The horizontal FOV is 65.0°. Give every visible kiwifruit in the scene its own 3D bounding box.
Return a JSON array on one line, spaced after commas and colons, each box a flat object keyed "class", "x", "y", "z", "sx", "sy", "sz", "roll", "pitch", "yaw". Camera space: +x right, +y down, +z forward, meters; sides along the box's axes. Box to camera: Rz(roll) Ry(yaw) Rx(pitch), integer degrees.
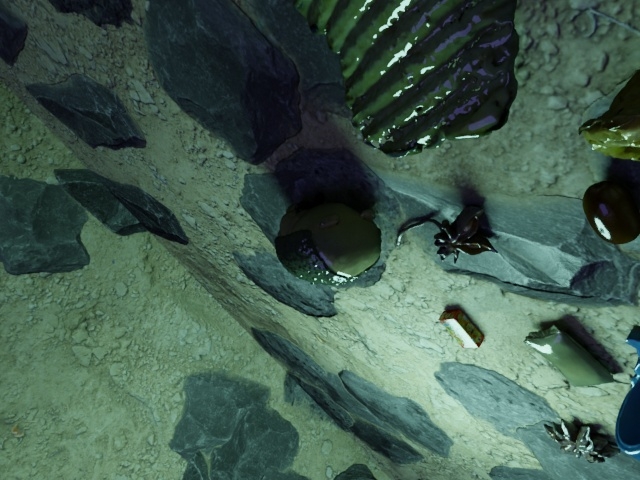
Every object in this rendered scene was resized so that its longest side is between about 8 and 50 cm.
[{"class": "kiwifruit", "x": 0.492, "y": -0.045, "z": 0.848, "sx": 0.075, "sy": 0.075, "sz": 0.124, "roll": -7, "pitch": 131, "yaw": 52}]

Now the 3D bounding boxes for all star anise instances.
[{"class": "star anise", "x": 0.735, "y": 0.579, "z": 1.432, "sx": 0.195, "sy": 0.065, "sz": 0.182, "roll": 37, "pitch": 152, "yaw": -4}, {"class": "star anise", "x": 0.281, "y": -0.021, "z": 1.171, "sx": 0.148, "sy": 0.218, "sz": 0.227, "roll": 19, "pitch": -157, "yaw": -24}]

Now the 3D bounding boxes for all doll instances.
[{"class": "doll", "x": 0.000, "y": 0.000, "z": 1.324, "sx": 0.247, "sy": 0.247, "sz": 0.350, "roll": 47, "pitch": 156, "yaw": -12}]

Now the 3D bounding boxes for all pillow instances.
[{"class": "pillow", "x": 0.589, "y": 0.279, "z": 1.198, "sx": 0.208, "sy": 0.053, "sz": 0.119, "roll": 40, "pitch": 153, "yaw": -8}]

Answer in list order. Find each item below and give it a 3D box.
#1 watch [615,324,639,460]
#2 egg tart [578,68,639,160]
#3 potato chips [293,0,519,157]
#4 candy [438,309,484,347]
[{"class": "watch", "x": 0.668, "y": 0.326, "z": 0.952, "sx": 0.242, "sy": 0.274, "sz": 0.305, "roll": 29, "pitch": 144, "yaw": 16}, {"class": "egg tart", "x": 0.473, "y": -0.156, "z": 0.559, "sx": 0.346, "sy": 0.346, "sz": 0.132, "roll": 6, "pitch": 97, "yaw": 45}, {"class": "potato chips", "x": 0.132, "y": -0.325, "z": 0.844, "sx": 0.390, "sy": 0.097, "sz": 0.373, "roll": 4, "pitch": 129, "yaw": 47}, {"class": "candy", "x": 0.390, "y": 0.245, "z": 1.388, "sx": 0.122, "sy": 0.038, "sz": 0.062, "roll": 48, "pitch": 149, "yaw": -14}]
